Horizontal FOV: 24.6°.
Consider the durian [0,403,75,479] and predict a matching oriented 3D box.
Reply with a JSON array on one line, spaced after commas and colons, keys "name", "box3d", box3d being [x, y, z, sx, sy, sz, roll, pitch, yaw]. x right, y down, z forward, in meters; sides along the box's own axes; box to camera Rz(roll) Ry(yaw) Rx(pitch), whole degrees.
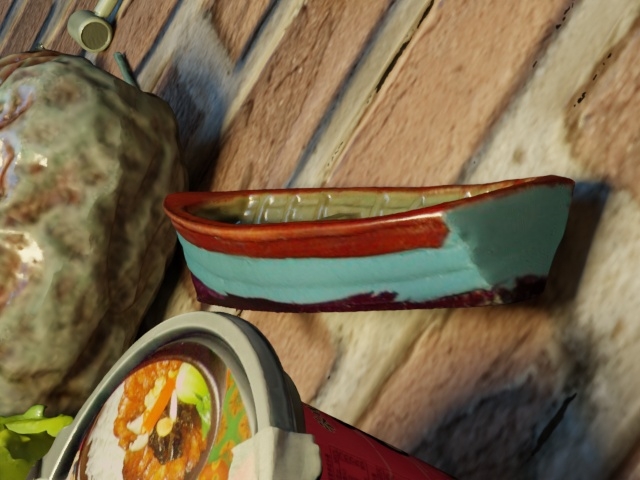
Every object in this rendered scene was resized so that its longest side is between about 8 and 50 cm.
[{"name": "durian", "box3d": [-0.248, 0.243, 1.023, 0.256, 0.204, 0.339, 12, 120, 36]}]

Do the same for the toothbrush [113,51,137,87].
[{"name": "toothbrush", "box3d": [-0.182, -0.152, 1.423, 0.014, 0.011, 0.167, -54, 30, 14]}]

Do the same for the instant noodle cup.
[{"name": "instant noodle cup", "box3d": [-0.020, 0.182, 0.693, 0.258, 0.182, 0.302, -63, 28, 6]}]

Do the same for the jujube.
[{"name": "jujube", "box3d": [-0.230, 0.004, 1.172, 0.226, 0.226, 0.317, 0, 69, 61]}]

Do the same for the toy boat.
[{"name": "toy boat", "box3d": [0.000, 0.000, 0.883, 0.392, 0.136, 0.079, -3, 99, 60]}]

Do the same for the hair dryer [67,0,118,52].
[{"name": "hair dryer", "box3d": [-0.223, -0.260, 1.560, 0.124, 0.038, 0.063, -58, 28, 5]}]
